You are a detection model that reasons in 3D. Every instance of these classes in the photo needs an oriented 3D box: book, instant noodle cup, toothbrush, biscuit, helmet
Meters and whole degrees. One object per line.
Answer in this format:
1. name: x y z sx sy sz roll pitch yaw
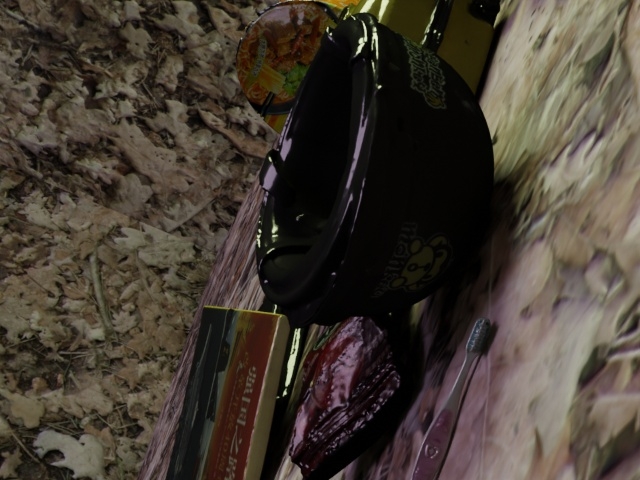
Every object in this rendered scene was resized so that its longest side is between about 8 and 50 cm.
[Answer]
1. book: -0.124 0.216 1.508 0.374 0.028 0.262 175 108 -71
2. instant noodle cup: 0.031 -0.252 1.538 0.182 0.230 0.230 -61 2 -43
3. toothbrush: 0.073 0.146 0.796 0.022 0.017 0.204 44 -112 -78
4. biscuit: 0.031 0.100 1.040 0.151 0.063 0.235 -50 10 26
5. helmet: 0.054 -0.042 0.938 0.278 0.161 0.230 -104 35 -53

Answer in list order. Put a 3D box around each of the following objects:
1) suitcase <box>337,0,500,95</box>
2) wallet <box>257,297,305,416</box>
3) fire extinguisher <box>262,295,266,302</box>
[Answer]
1. suitcase: 0.071 -0.159 1.203 0.235 0.143 0.193 131 160 -67
2. wallet: -0.116 0.223 1.654 0.406 0.062 0.228 122 167 -48
3. fire extinguisher: -0.064 0.102 1.744 0.132 0.039 0.056 -132 32 -81
